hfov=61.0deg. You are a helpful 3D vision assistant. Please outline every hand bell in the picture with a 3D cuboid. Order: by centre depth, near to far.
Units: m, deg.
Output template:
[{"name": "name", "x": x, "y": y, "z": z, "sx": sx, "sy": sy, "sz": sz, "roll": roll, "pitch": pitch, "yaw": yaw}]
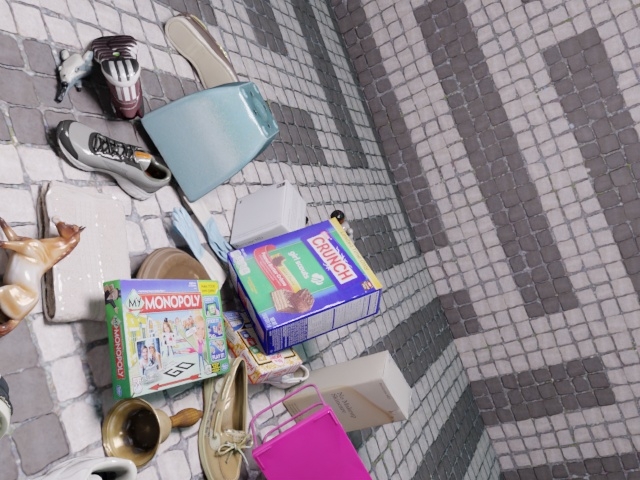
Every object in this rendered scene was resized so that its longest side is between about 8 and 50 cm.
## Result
[{"name": "hand bell", "x": -0.304, "y": 0.367, "z": 1.087, "sx": 0.242, "sy": 0.126, "sz": 0.126, "roll": 30, "pitch": 44, "yaw": -69}]

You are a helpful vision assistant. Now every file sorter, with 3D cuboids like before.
[{"name": "file sorter", "x": -0.018, "y": 0.531, "z": 1.330, "sx": 0.290, "sy": 0.202, "sz": 0.182, "roll": 62, "pitch": -6, "yaw": -15}]

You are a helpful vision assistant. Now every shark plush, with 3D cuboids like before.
[{"name": "shark plush", "x": -0.539, "y": -0.363, "z": 1.207, "sx": 0.067, "sy": 0.073, "sz": 0.161, "roll": 87, "pitch": -3, "yaw": -52}]

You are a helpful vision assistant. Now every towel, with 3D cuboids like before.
[{"name": "towel", "x": -0.459, "y": 0.024, "z": 1.076, "sx": 0.187, "sy": 0.049, "sz": 0.282, "roll": 15, "pitch": 58, "yaw": -58}]

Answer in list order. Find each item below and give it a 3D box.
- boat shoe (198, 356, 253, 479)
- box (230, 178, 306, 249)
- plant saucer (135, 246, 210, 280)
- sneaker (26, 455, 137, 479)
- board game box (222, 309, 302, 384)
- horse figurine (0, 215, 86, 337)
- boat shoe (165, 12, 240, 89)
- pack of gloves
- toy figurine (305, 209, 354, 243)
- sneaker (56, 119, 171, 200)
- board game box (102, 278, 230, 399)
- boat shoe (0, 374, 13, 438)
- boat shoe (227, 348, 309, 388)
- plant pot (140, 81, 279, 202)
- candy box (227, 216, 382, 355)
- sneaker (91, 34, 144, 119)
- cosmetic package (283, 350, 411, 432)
[{"name": "boat shoe", "x": -0.208, "y": 0.406, "z": 1.220, "sx": 0.105, "sy": 0.089, "sz": 0.285, "roll": 29, "pitch": 47, "yaw": -53}, {"name": "box", "x": -0.147, "y": -0.052, "z": 1.567, "sx": 0.119, "sy": 0.181, "sz": 0.181, "roll": 48, "pitch": 33, "yaw": -41}, {"name": "plant saucer", "x": -0.312, "y": 0.147, "z": 1.226, "sx": 0.278, "sy": 0.041, "sz": 0.277, "roll": -12, "pitch": 90, "yaw": -70}, {"name": "sneaker", "x": -0.407, "y": 0.392, "z": 0.789, "sx": 0.305, "sy": 0.152, "sz": 0.114, "roll": -16, "pitch": 88, "yaw": -62}, {"name": "board game box", "x": -0.155, "y": 0.256, "z": 1.360, "sx": 0.147, "sy": 0.045, "sz": 0.193, "roll": -1, "pitch": 44, "yaw": -49}, {"name": "horse figurine", "x": -0.518, "y": 0.056, "z": 0.900, "sx": 0.174, "sy": 0.066, "sz": 0.263, "roll": 36, "pitch": 50, "yaw": -43}, {"name": "boat shoe", "x": -0.334, "y": -0.546, "z": 1.663, "sx": 0.324, "sy": 0.117, "sz": 0.096, "roll": 50, "pitch": 34, "yaw": -22}, {"name": "pack of gloves", "x": -0.312, "y": -0.003, "z": 1.404, "sx": 0.232, "sy": 0.046, "sz": 0.195, "roll": 62, "pitch": 15, "yaw": -20}, {"name": "toy figurine", "x": 0.000, "y": 0.000, "z": 1.776, "sx": 0.213, "sy": 0.210, "sz": 0.148, "roll": -71, "pitch": 144, "yaw": -54}, {"name": "sneaker", "x": -0.446, "y": -0.188, "z": 1.191, "sx": 0.271, "sy": 0.108, "sz": 0.100, "roll": 33, "pitch": 45, "yaw": -48}, {"name": "board game box", "x": -0.301, "y": 0.187, "z": 1.110, "sx": 0.317, "sy": 0.046, "sz": 0.213, "roll": 10, "pitch": 70, "yaw": -66}, {"name": "boat shoe", "x": -0.561, "y": 0.144, "z": 0.733, "sx": 0.340, "sy": 0.127, "sz": 0.113, "roll": 45, "pitch": 5, "yaw": -26}, {"name": "boat shoe", "x": -0.130, "y": 0.325, "z": 1.420, "sx": 0.277, "sy": 0.096, "sz": 0.098, "roll": 29, "pitch": 49, "yaw": -51}, {"name": "plant pot", "x": -0.259, "y": -0.288, "z": 1.420, "sx": 0.247, "sy": 0.252, "sz": 0.247, "roll": 61, "pitch": 20, "yaw": -14}, {"name": "candy box", "x": -0.042, "y": 0.108, "z": 1.393, "sx": 0.268, "sy": 0.317, "sz": 0.122, "roll": 56, "pitch": -26, "yaw": 36}, {"name": "sneaker", "x": -0.481, "y": -0.380, "z": 1.304, "sx": 0.281, "sy": 0.107, "sz": 0.162, "roll": -116, "pitch": -157, "yaw": -48}, {"name": "cosmetic package", "x": 0.073, "y": 0.427, "z": 1.488, "sx": 0.160, "sy": 0.310, "sz": 0.113, "roll": 58, "pitch": 28, "yaw": -19}]
